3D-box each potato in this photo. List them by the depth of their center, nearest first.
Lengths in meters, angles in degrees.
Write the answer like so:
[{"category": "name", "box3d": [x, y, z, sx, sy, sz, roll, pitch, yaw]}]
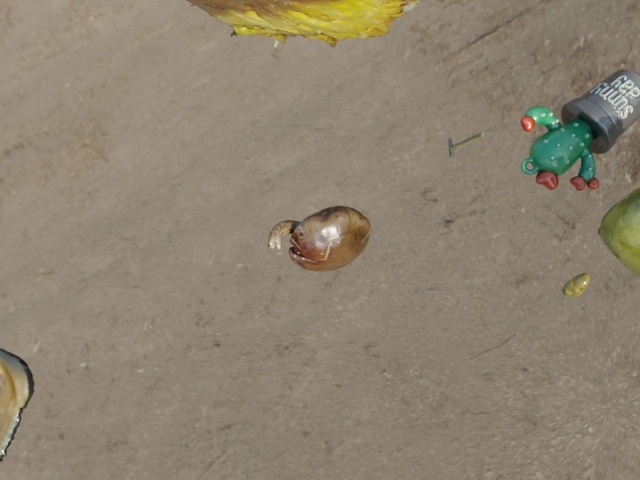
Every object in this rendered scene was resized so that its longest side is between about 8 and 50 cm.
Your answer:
[{"category": "potato", "box3d": [0.801, 0.012, 1.185, 0.213, 0.279, 0.331, -92, 19, -47]}, {"category": "potato", "box3d": [0.687, 0.123, 1.438, 0.047, 0.045, 0.092, 56, 137, 19]}]

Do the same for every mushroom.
[{"category": "mushroom", "box3d": [0.000, 0.001, 0.854, 0.170, 0.135, 0.080, -2, 49, -12]}]

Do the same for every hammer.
[{"category": "hammer", "box3d": [0.442, -0.303, 1.635, 0.013, 0.199, 0.063, -6, 89, -15]}]

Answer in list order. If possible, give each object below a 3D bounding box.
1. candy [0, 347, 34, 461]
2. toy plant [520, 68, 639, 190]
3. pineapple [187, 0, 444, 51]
[{"category": "candy", "box3d": [-0.342, 0.102, 0.445, 0.271, 0.101, 0.143, 26, 105, 20]}, {"category": "toy plant", "box3d": [0.751, -0.322, 1.566, 0.400, 0.279, 0.185, -40, 20, 3]}, {"category": "pineapple", "box3d": [0.005, -0.296, 0.416, 0.285, 0.344, 0.209, 5, 94, 17]}]
